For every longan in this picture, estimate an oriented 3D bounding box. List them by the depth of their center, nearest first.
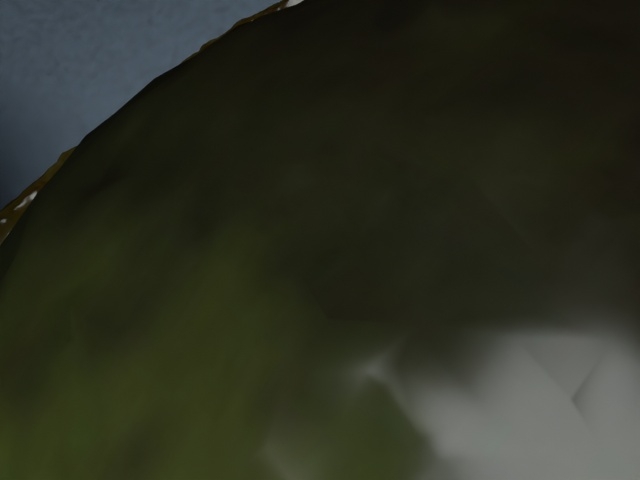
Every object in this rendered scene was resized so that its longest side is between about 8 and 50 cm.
[{"bbox_3d":[0.063,0.104,0.576,0.391,0.391,0.391,-3,69,7],"label":"longan"}]

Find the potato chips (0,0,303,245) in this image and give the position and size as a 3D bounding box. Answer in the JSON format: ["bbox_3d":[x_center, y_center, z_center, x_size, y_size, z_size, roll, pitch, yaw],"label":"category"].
[{"bbox_3d":[-0.037,-0.050,0.809,0.407,0.057,0.080,-37,75,-6],"label":"potato chips"}]
